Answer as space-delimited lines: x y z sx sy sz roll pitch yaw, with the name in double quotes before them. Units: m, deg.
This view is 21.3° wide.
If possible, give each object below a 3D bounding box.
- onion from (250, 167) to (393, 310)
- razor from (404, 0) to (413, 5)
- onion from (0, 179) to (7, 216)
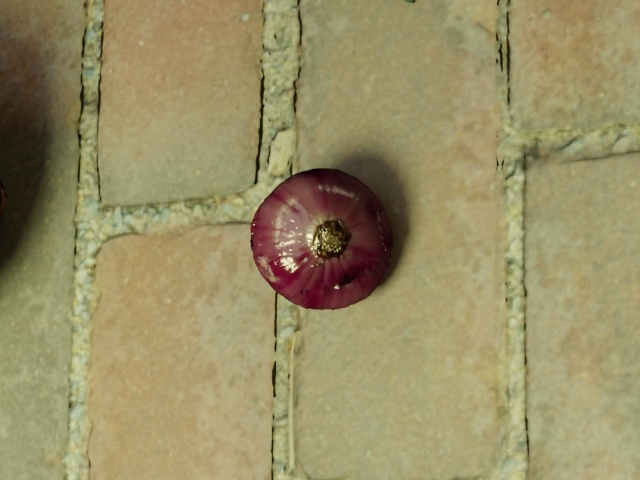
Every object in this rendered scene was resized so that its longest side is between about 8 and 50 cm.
"onion" 0.000 0.000 1.367 0.104 0.115 0.115 172 111 -73
"razor" 0.017 -0.229 1.440 0.135 0.040 0.068 0 78 33
"onion" -0.437 -0.021 1.478 0.341 0.341 0.341 -7 76 27
